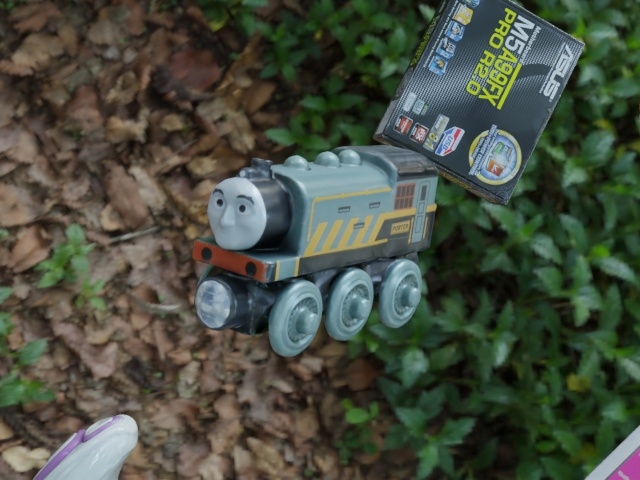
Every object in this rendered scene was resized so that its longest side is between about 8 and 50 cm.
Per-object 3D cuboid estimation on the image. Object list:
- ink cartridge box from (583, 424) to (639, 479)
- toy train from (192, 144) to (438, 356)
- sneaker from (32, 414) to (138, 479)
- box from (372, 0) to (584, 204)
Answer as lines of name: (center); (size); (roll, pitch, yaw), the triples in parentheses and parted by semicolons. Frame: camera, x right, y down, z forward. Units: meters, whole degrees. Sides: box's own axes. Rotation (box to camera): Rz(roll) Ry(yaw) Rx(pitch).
ink cartridge box: (0.323, 0.262, 1.144); (0.371, 0.069, 0.176); (-47, 142, 1)
toy train: (0.000, 0.000, 1.186); (0.334, 0.142, 0.190); (-9, 110, -51)
sneaker: (-0.263, 0.320, 1.261); (0.152, 0.305, 0.114); (35, 20, 2)
box: (0.233, -0.219, 1.689); (0.216, 0.060, 0.270); (28, 86, -11)
